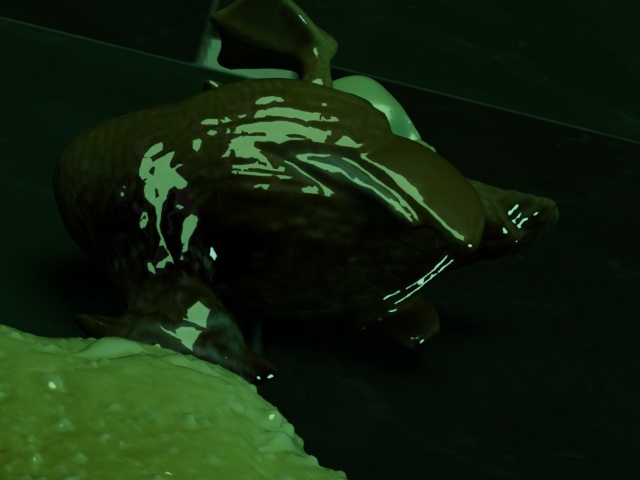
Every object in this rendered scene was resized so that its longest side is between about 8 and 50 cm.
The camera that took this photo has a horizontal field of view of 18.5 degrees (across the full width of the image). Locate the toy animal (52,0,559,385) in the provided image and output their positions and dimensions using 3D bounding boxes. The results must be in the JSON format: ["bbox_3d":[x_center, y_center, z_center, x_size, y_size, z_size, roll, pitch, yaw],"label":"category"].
[{"bbox_3d":[0.000,0.000,0.680,0.188,0.089,0.179,11,41,-11],"label":"toy animal"}]

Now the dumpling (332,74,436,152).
[{"bbox_3d":[0.007,-0.042,0.818,0.059,0.043,0.077,-24,58,-32],"label":"dumpling"}]

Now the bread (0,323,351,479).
[{"bbox_3d":[-0.083,0.089,0.455,0.316,0.054,0.316,14,22,-6],"label":"bread"}]
